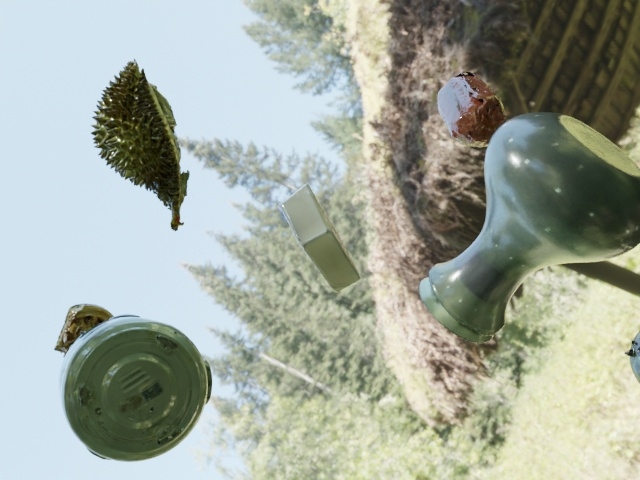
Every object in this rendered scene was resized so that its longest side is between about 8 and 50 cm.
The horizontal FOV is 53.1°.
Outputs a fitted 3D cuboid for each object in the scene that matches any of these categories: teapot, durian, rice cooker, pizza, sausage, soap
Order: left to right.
[{"bbox_3d":[-0.485,0.198,1.333,0.134,0.046,0.175,-44,-28,-3],"label":"pizza"},{"bbox_3d":[-0.296,0.228,1.011,0.226,0.226,0.244,-52,16,-23],"label":"rice cooker"},{"bbox_3d":[-0.210,-0.100,0.768,0.102,0.208,0.146,-22,-11,-8],"label":"durian"},{"bbox_3d":[0.000,0.000,1.125,0.063,0.121,0.183,-30,-36,3],"label":"soap"},{"bbox_3d":[0.194,-0.170,0.831,0.141,0.076,0.076,-102,20,-58],"label":"sausage"},{"bbox_3d":[0.219,-0.006,0.699,0.183,0.183,0.251,-21,-29,-55],"label":"teapot"}]

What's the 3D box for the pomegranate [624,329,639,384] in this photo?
[{"bbox_3d":[0.539,0.175,0.951,0.122,0.161,0.122,-7,-90,-76],"label":"pomegranate"}]
